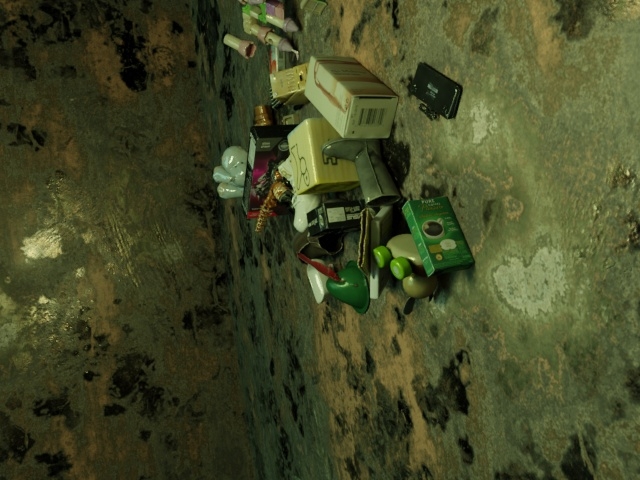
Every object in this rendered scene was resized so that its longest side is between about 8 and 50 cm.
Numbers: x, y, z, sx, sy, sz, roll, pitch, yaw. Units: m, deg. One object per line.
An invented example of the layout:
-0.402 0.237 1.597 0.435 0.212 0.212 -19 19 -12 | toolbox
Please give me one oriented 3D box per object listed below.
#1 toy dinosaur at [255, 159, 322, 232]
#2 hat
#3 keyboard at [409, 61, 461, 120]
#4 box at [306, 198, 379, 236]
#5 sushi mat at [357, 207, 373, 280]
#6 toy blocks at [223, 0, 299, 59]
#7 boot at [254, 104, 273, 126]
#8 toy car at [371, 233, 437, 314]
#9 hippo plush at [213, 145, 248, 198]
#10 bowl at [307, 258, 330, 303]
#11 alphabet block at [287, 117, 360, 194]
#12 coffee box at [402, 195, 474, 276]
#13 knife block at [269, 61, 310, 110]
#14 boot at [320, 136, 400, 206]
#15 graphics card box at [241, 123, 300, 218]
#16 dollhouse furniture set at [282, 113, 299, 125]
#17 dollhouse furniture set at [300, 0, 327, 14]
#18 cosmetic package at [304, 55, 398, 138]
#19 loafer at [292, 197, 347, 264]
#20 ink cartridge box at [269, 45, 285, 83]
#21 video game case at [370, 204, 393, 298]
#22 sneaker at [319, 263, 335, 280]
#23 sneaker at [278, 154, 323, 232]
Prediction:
-0.108 -0.157 2.073 0.322 0.218 0.164 -46 9 12 | toy dinosaur
0.033 0.154 1.897 0.208 0.183 0.173 -121 32 -45 | hat
0.269 -0.345 1.394 0.180 0.023 0.108 -124 41 -49 | keyboard
0.068 -0.068 1.751 0.147 0.180 0.077 157 105 -67 | box
0.139 0.031 1.558 0.316 0.019 0.151 47 -133 -70 | sushi mat
-0.168 -0.835 2.119 0.260 0.309 0.288 32 147 21 | toy blocks
-0.213 -0.451 2.424 0.283 0.109 0.220 -125 29 -71 | boot
0.235 0.087 1.454 0.149 0.155 0.188 32 141 53 | toy car
-0.347 -0.265 2.444 0.294 0.234 0.236 64 -177 7 | hippo plush
0.004 0.138 2.026 0.142 0.053 0.142 117 137 -65 | bowl
0.026 -0.255 1.782 0.192 0.193 0.197 165 98 -70 | alphabet block
0.273 -0.013 1.366 0.040 0.113 0.184 118 138 -59 | coffee box
-0.065 -0.541 2.090 0.276 0.242 0.088 -10 87 23 | knife block
0.110 -0.190 1.626 0.076 0.190 0.208 99 162 -71 | boot
-0.159 -0.253 2.179 0.094 0.233 0.371 -118 31 -43 | graphics card box
-0.151 -0.406 2.255 0.144 0.123 0.151 -166 70 -66 | dollhouse furniture set
-0.007 -0.795 1.869 0.152 0.076 0.058 149 125 -64 | dollhouse furniture set
0.080 -0.412 1.662 0.296 0.153 0.129 -125 37 -46 | cosmetic package
0.000 0.000 1.997 0.366 0.134 0.130 120 137 -56 | loafer
-0.190 -0.712 2.366 0.179 0.045 0.145 -156 62 -62 | ink cartridge box
0.166 0.023 1.573 0.227 0.026 0.206 -42 -47 -68 | video game case
0.007 0.140 2.108 0.134 0.070 0.051 107 150 -43 | sneaker
-0.077 -0.176 1.922 0.108 0.169 0.292 -39 29 54 | sneaker
